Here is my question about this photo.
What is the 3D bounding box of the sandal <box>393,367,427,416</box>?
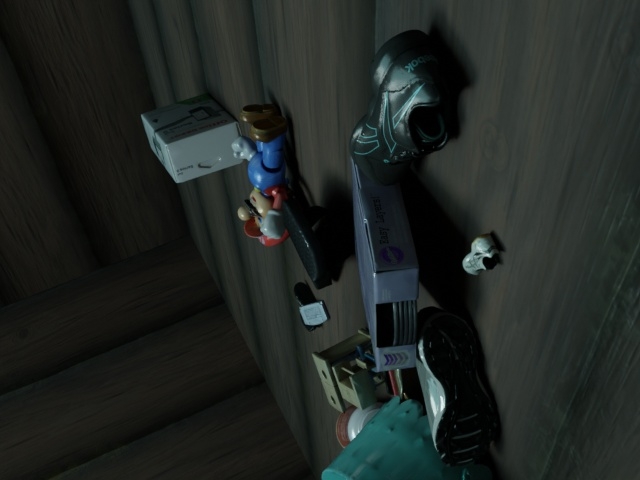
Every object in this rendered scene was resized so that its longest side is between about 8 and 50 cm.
[{"bbox_3d":[0.179,0.285,1.461,0.049,0.072,0.180,11,120,48],"label":"sandal"}]

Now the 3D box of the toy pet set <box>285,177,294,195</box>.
[{"bbox_3d":[-0.096,-0.073,1.896,0.122,0.065,0.114,68,166,1],"label":"toy pet set"}]

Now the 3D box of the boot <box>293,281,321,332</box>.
[{"bbox_3d":[-0.036,0.178,2.096,0.121,0.045,0.099,56,159,17],"label":"boot"}]

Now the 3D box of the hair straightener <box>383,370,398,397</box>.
[{"bbox_3d":[0.120,0.198,1.554,0.230,0.047,0.089,71,165,-12],"label":"hair straightener"}]

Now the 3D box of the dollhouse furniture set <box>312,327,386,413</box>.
[{"bbox_3d":[0.093,0.282,1.630,0.184,0.129,0.128,16,128,64],"label":"dollhouse furniture set"}]

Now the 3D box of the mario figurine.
[{"bbox_3d":[-0.137,-0.122,1.735,0.198,0.170,0.320,-63,-25,-52],"label":"mario figurine"}]

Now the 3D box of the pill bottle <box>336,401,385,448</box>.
[{"bbox_3d":[0.111,0.420,1.769,0.121,0.121,0.216,66,166,8],"label":"pill bottle"}]

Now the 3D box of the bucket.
[{"bbox_3d":[0.149,0.431,1.384,0.281,0.183,0.281,39,152,25],"label":"bucket"}]

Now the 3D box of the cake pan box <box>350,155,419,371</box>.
[{"bbox_3d":[0.094,0.030,1.197,0.245,0.070,0.266,82,-179,-47],"label":"cake pan box"}]

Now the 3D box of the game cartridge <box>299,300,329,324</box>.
[{"bbox_3d":[-0.014,0.185,2.014,0.083,0.017,0.055,-18,91,44],"label":"game cartridge"}]

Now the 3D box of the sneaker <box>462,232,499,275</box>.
[{"bbox_3d":[0.206,0.028,1.020,0.037,0.032,0.083,60,164,28],"label":"sneaker"}]

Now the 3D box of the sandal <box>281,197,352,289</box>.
[{"bbox_3d":[-0.001,-0.002,1.633,0.446,0.107,0.167,79,165,-82],"label":"sandal"}]

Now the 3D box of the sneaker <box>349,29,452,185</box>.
[{"bbox_3d":[0.103,-0.138,1.012,0.106,0.101,0.267,58,163,25],"label":"sneaker"}]

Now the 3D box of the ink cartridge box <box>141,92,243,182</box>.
[{"bbox_3d":[-0.354,-0.290,2.219,0.289,0.211,0.121,45,152,54],"label":"ink cartridge box"}]

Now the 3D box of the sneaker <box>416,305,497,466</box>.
[{"bbox_3d":[0.202,0.224,1.233,0.108,0.100,0.271,-127,24,-72],"label":"sneaker"}]
